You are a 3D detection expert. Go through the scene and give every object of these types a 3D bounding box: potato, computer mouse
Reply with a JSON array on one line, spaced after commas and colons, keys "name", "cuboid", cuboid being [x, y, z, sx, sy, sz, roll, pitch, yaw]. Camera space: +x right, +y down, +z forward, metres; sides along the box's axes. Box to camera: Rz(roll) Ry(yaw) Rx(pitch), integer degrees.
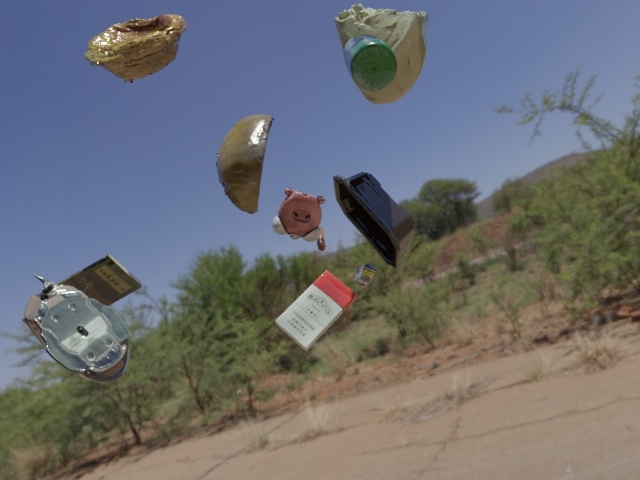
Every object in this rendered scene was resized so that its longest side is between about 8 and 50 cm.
[{"name": "potato", "cuboid": [-0.176, -0.204, 1.286, 0.120, 0.261, 0.100, 10, -20, -8]}, {"name": "computer mouse", "cuboid": [-0.679, 0.245, 1.548, 0.199, 0.389, 0.115, -37, -16, -42]}]

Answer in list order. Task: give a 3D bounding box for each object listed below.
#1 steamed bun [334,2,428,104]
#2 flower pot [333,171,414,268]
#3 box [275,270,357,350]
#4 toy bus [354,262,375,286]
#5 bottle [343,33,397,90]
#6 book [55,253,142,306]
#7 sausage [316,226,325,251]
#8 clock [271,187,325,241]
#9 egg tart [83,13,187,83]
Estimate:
[{"name": "steamed bun", "cuboid": [0.211, -0.587, 1.726, 0.272, 0.274, 0.290, -15, -12, 24]}, {"name": "flower pot", "cuboid": [0.138, -0.064, 1.365, 0.084, 0.251, 0.179, -34, -25, -10]}, {"name": "box", "cuboid": [-0.012, 0.219, 1.791, 0.245, 0.139, 0.035, -45, -21, -23]}, {"name": "toy bus", "cuboid": [0.165, 0.134, 2.130, 0.057, 0.072, 0.172, 23, -12, 1]}, {"name": "bottle", "cuboid": [0.098, -0.373, 1.165, 0.093, 0.093, 0.330, -21, 20, 8]}, {"name": "book", "cuboid": [-0.690, 0.144, 1.733, 0.228, 0.024, 0.160, -28, -49, 8]}, {"name": "sausage", "cuboid": [0.000, 0.000, 1.998, 0.031, 0.107, 0.031, -4, -43, -4]}, {"name": "clock", "cuboid": [-0.069, -0.080, 1.863, 0.165, 0.162, 0.093, 14, 7, -6]}, {"name": "egg tart", "cuboid": [-0.581, -0.613, 1.816, 0.351, 0.150, 0.352, -12, 38, 9]}]
